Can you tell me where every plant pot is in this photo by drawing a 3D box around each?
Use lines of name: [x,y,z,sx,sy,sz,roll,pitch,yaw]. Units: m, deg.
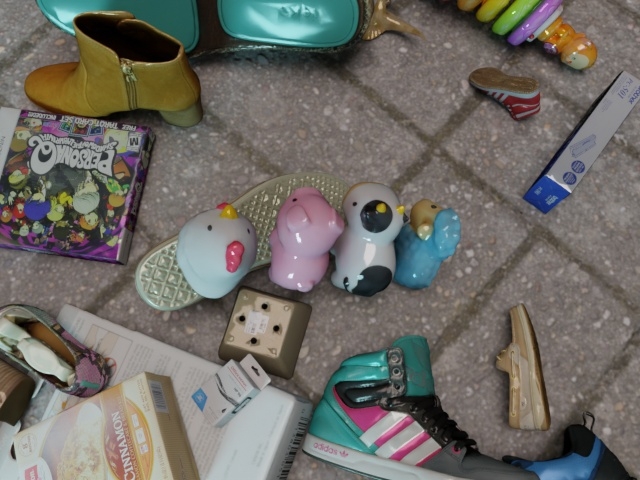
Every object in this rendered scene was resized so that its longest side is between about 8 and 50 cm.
plant pot: [-0.077,0.118,0.795,0.109,0.096,0.109,16,76,3]

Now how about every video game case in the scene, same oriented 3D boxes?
video game case: [-0.381,-0.082,0.877,0.232,0.042,0.210,9,76,2]

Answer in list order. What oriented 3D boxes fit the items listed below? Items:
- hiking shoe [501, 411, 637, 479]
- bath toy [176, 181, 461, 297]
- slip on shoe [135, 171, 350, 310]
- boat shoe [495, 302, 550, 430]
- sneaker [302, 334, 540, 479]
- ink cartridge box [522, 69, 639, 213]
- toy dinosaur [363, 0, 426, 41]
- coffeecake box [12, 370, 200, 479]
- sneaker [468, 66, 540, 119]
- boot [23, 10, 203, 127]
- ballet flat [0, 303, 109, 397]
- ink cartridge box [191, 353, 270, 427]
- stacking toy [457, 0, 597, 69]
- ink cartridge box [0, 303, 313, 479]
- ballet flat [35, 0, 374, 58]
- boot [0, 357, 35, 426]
hiking shoe: [0.247,0.345,0.743,0.304,0.113,0.132,-25,60,-11]
bath toy: [0.000,0.000,0.746,0.348,0.129,0.151,-1,88,-24]
slip on shoe: [-0.100,-0.005,0.827,0.331,0.101,0.123,-27,98,-19]
boat shoe: [0.266,0.169,0.801,0.059,0.063,0.170,-13,63,24]
sneaker: [0.131,0.211,0.736,0.295,0.124,0.178,7,75,25]
ink cartridge box: [0.384,-0.141,0.864,0.046,0.097,0.207,37,78,9]
toy dinosaur: [0.094,-0.367,0.958,0.183,0.053,0.093,17,91,12]
coffeecake box: [-0.254,0.261,0.703,0.185,0.068,0.142,-27,66,5]
sneaker: [0.287,-0.227,0.922,0.118,0.067,0.042,31,78,39]
boot: [-0.312,-0.248,0.834,0.295,0.211,0.104,10,74,3]
ballet flat: [-0.374,0.135,0.775,0.221,0.079,0.077,25,77,21]
ink cartridge box: [-0.107,0.179,0.716,0.083,0.028,0.048,-43,66,-4]
stacking toy: [0.310,-0.371,0.916,0.302,0.175,0.166,44,79,-4]
ink cartridge box: [-0.241,0.287,0.776,0.385,0.091,0.308,17,75,22]
ballet flat: [-0.163,-0.367,0.898,0.482,0.164,0.182,2,36,0]
boot: [-0.531,0.247,0.742,0.220,0.109,0.283,20,66,11]
